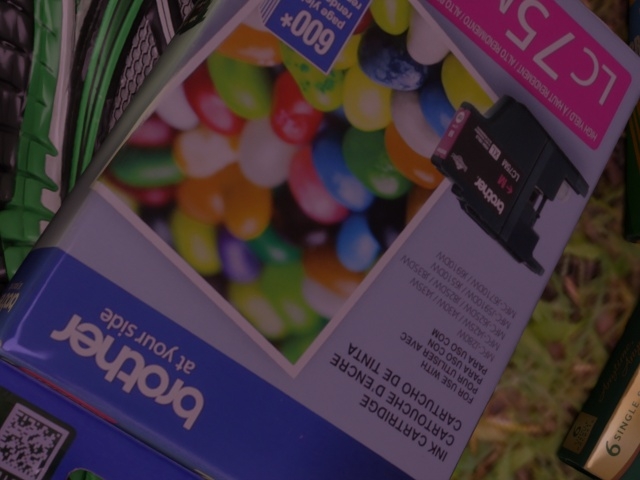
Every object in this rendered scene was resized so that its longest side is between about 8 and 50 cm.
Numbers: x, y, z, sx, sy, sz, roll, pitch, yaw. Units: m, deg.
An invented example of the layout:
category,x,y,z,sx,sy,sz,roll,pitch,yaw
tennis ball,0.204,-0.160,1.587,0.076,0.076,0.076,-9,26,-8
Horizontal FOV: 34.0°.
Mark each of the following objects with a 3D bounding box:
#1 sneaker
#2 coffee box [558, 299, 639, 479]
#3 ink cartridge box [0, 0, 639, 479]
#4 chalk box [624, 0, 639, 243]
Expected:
category,x,y,z,sx,sy,sz,roll,pitch,yaw
sneaker,-0.078,-0.018,0.477,0.146,0.134,0.343,-7,93,-15
coffee box,0.232,0.113,0.557,0.184,0.040,0.113,31,86,-5
ink cartridge box,0.000,0.000,0.425,0.186,0.065,0.311,36,74,-20
chalk box,0.263,-0.141,0.499,0.180,0.179,0.288,3,88,-6
